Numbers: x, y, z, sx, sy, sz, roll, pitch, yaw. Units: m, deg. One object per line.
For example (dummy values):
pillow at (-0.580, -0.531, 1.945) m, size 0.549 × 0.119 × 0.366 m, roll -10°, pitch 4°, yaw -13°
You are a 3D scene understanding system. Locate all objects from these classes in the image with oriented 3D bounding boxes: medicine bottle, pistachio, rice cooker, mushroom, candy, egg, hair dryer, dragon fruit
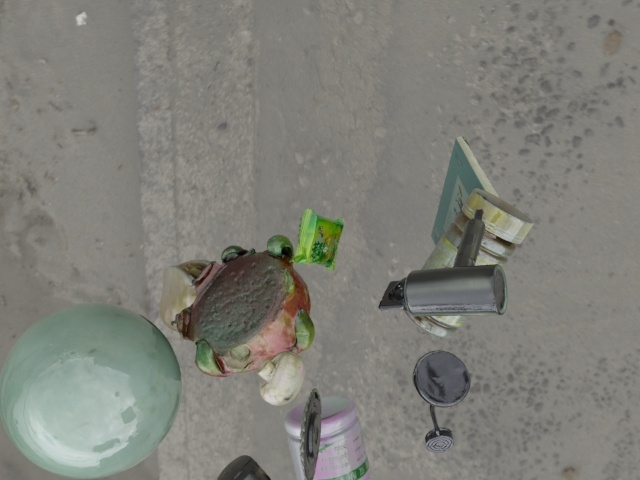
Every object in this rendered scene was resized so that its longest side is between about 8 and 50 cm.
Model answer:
medicine bottle at (0.324, 0.054, 1.530) m, size 0.151 × 0.151 × 0.322 m, roll 26°, pitch 109°, yaw -12°
pistachio at (-0.321, 0.139, 1.738) m, size 0.197 × 0.166 × 0.288 m, roll 50°, pitch 140°, yaw 8°
rice cooker at (-0.186, 0.590, 1.653) m, size 0.106 × 0.165 × 0.112 m, roll 47°, pitch 67°, yaw 0°
mushroom at (-0.059, 0.200, 1.004) m, size 0.067 × 0.083 × 0.083 m, roll 38°, pitch 105°, yaw -15°
medicine bottle at (0.029, 0.627, 1.914) m, size 0.212 × 0.212 × 0.326 m, roll -11°, pitch 96°, yaw 2°
candy at (0.001, 0.000, 1.219) m, size 0.032 × 0.178 × 0.102 m, roll 18°, pitch 92°, yaw 21°
egg at (-0.372, 0.239, 1.102) m, size 0.276 × 0.389 × 0.276 m, roll 5°, pitch 79°, yaw -28°
hair dryer at (0.219, 0.029, 1.131) m, size 0.195 × 0.248 × 0.078 m, roll -5°, pitch 125°, yaw 30°
dragon fruit at (-0.135, 0.128, 1.309) m, size 0.295 × 0.268 × 0.130 m, roll -49°, pitch 138°, yaw -2°

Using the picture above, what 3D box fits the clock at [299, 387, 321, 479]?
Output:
clock at (-0.007, 0.160, 0.559) m, size 0.010 × 0.074 × 0.083 m, roll 4°, pitch 146°, yaw 9°

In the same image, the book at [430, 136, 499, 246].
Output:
book at (0.374, -0.050, 1.799) m, size 0.031 × 0.264 × 0.379 m, roll -8°, pitch 140°, yaw -12°

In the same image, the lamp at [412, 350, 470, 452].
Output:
lamp at (0.249, 0.385, 1.447) m, size 0.130 × 0.109 × 0.371 m, roll -5°, pitch 134°, yaw -4°
